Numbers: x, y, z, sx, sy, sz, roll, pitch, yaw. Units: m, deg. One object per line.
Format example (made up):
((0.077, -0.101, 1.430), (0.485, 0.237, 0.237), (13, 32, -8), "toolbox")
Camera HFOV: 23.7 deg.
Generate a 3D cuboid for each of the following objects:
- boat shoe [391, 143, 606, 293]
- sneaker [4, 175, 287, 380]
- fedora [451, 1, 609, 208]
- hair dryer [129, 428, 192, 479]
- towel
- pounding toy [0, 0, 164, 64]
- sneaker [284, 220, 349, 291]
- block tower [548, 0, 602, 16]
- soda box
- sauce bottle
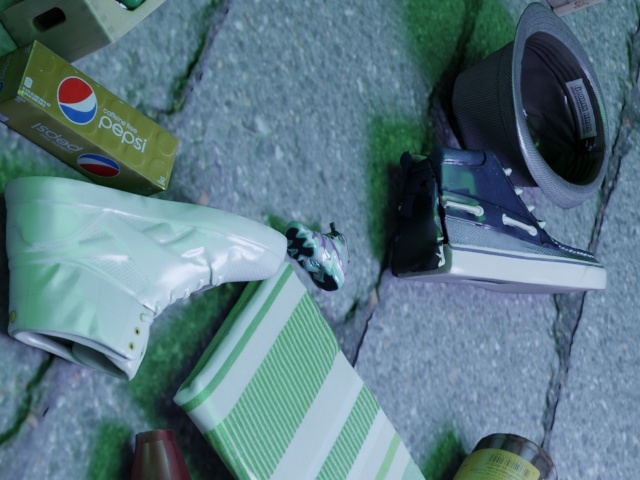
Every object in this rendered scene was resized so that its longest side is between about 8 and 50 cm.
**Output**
((0.224, -0.023, 1.815), (0.340, 0.127, 0.158), (9, 79, -45), "boat shoe")
((-0.159, 0.050, 1.402), (0.292, 0.108, 0.169), (10, 72, -35), "sneaker")
((0.251, -0.157, 1.892), (0.275, 0.124, 0.243), (28, 60, -49), "fedora")
((-0.105, 0.304, 1.417), (0.293, 0.080, 0.223), (64, 25, -19), "hair dryer")
((-0.008, 0.208, 1.537), (0.325, 0.038, 0.248), (58, 35, -19), "towel")
((-0.207, -0.241, 1.405), (0.100, 0.141, 0.130), (57, 44, -17), "pounding toy")
((0.000, 0.000, 1.637), (0.098, 0.038, 0.069), (57, 42, -32), "sneaker")
((0.271, -0.452, 2.035), (0.335, 0.091, 0.097), (45, 50, -30), "block tower")
((-0.219, -0.107, 1.412), (0.181, 0.058, 0.061), (35, 54, -36), "soda box")
((0.146, 0.351, 1.627), (0.111, 0.111, 0.344), (58, 44, -17), "sauce bottle")
